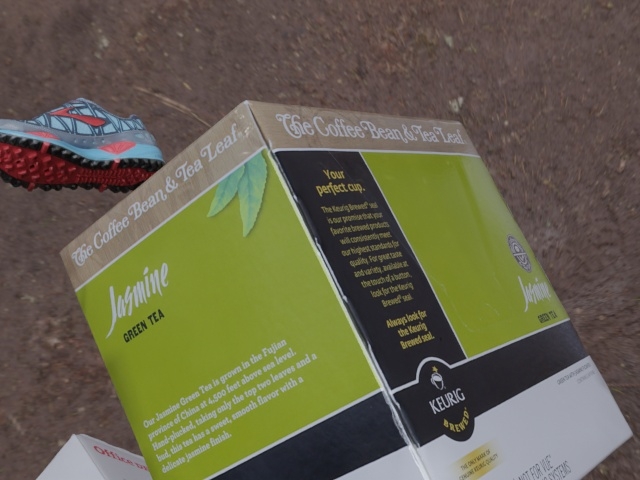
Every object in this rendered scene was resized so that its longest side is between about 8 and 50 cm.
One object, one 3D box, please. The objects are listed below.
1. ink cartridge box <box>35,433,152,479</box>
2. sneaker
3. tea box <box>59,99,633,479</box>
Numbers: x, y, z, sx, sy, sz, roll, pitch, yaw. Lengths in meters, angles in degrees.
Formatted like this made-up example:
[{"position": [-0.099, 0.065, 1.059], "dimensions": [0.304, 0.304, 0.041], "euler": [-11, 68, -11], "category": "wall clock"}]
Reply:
[{"position": [-0.253, 0.442, 1.313], "dimensions": [0.129, 0.223, 0.307], "euler": [-50, 49, -1], "category": "ink cartridge box"}, {"position": [-0.348, -0.138, 1.272], "dimensions": [0.104, 0.262, 0.125], "euler": [-43, 55, 37], "category": "sneaker"}, {"position": [0.034, 0.085, 0.730], "dimensions": [0.220, 0.329, 0.323], "euler": [-33, 75, 31], "category": "tea box"}]
